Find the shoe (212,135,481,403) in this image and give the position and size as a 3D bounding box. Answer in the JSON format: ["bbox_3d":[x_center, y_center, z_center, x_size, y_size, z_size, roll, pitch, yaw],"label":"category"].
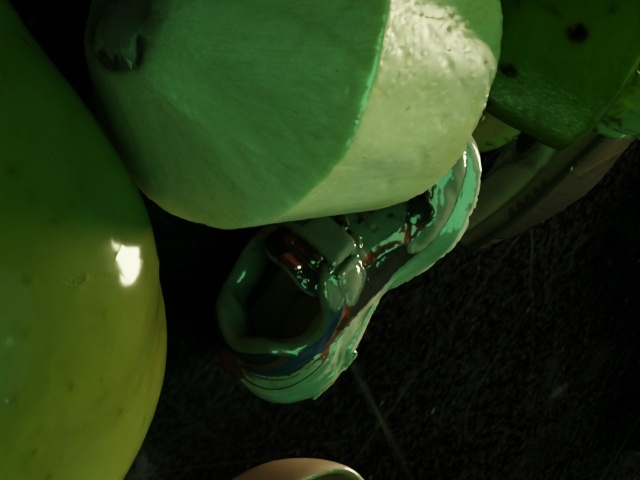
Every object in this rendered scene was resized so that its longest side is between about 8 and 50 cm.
[{"bbox_3d":[0.000,0.001,1.028,0.227,0.099,0.125,-54,148,8],"label":"shoe"}]

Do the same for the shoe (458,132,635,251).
[{"bbox_3d":[0.182,-0.097,1.167,0.275,0.098,0.103,-48,159,25],"label":"shoe"}]

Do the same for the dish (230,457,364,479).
[{"bbox_3d":[-0.034,0.246,1.183,0.213,0.090,0.213,-13,114,-32],"label":"dish"}]

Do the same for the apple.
[{"bbox_3d":[-0.255,0.061,0.786,0.360,0.312,0.320,-39,98,-24],"label":"apple"}]

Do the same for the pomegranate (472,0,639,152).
[{"bbox_3d":[0.162,-0.167,0.985,0.260,0.260,0.340,-30,167,-32],"label":"pomegranate"}]

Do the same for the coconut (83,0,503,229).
[{"bbox_3d":[-0.024,-0.107,0.824,0.222,0.202,0.202,-5,122,-53],"label":"coconut"}]
